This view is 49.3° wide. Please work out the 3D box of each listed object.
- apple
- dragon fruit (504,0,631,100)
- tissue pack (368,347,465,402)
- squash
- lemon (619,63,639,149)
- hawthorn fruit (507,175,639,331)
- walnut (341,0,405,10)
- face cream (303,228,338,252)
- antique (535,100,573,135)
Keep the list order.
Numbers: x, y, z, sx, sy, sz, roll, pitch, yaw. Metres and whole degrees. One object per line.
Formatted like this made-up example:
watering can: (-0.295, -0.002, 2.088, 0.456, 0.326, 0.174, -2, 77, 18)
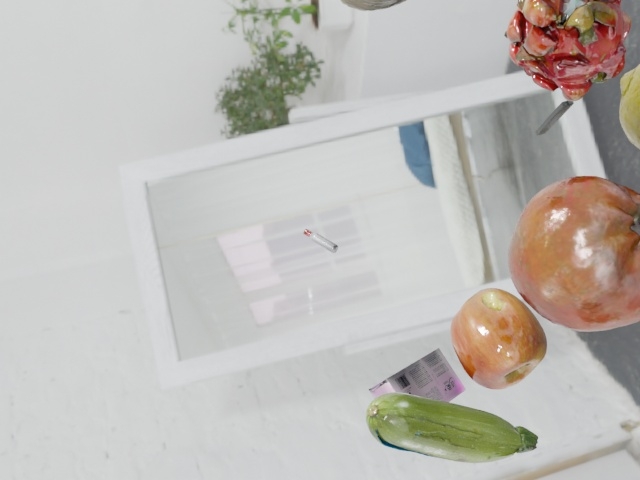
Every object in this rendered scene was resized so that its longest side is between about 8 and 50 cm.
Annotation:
apple: (0.446, 0.245, 1.796, 0.241, 0.242, 0.242, 58, 153, 34)
dragon fruit: (0.469, -0.397, 1.342, 0.227, 0.307, 0.243, 60, 144, 20)
tissue pack: (0.271, 0.417, 1.932, 0.148, 0.246, 0.092, 58, 135, 14)
squash: (0.200, 0.289, 1.053, 0.094, 0.341, 0.094, -34, 47, 47)
lemon: (0.787, -0.281, 1.486, 0.310, 0.253, 0.253, 38, 146, 18)
hawthorn fruit: (0.462, 0.027, 1.191, 0.284, 0.284, 0.284, 169, 90, -72)
walnut: (0.107, -0.463, 1.103, 0.178, 0.230, 0.178, 50, 163, 21)
face cream: (0.000, 0.000, 1.555, 0.021, 0.083, 0.040, -59, -10, -2)
antique: (0.614, -0.322, 1.840, 0.192, 0.031, 0.015, 104, 150, -75)
